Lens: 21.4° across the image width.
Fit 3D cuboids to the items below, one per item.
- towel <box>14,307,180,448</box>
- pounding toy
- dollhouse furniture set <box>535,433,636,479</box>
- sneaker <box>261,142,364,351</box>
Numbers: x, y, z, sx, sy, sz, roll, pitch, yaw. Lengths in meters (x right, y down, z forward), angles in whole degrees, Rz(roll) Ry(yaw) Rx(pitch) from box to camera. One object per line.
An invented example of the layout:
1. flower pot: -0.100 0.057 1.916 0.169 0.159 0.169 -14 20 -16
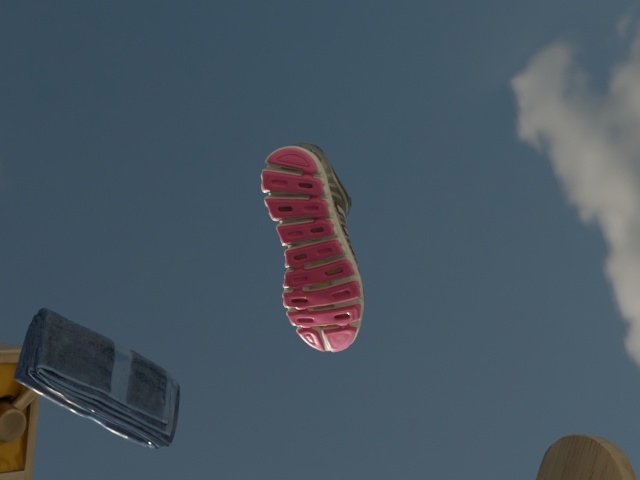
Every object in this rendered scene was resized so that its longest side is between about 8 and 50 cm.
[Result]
1. towel: -0.151 0.095 1.172 0.119 0.029 0.067 30 -141 -24
2. pounding toy: -0.267 0.130 1.354 0.141 0.100 0.130 3 -86 -56
3. dollhouse furniture set: 0.368 0.184 0.908 0.362 0.394 0.256 8 -77 -36
4. sneaker: 0.000 0.000 1.288 0.075 0.063 0.170 -62 -40 -66
